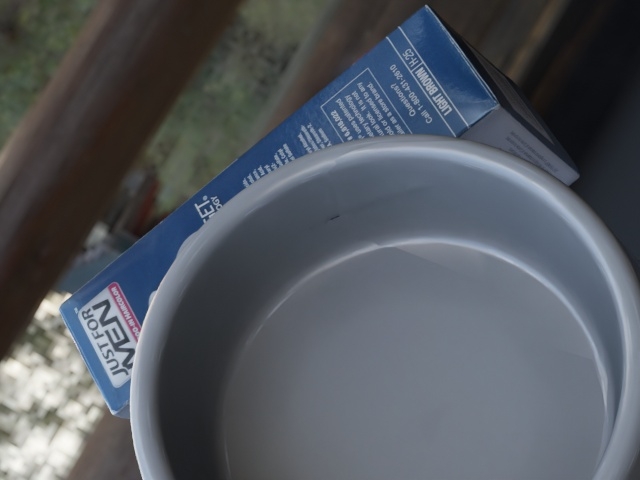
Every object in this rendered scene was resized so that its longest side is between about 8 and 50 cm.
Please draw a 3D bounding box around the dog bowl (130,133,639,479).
[{"bbox_3d":[0.046,0.092,1.072,0.348,0.349,0.102,30,164,26],"label":"dog bowl"}]

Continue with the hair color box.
[{"bbox_3d":[0.000,0.000,1.308,0.105,0.347,0.174,58,-166,28],"label":"hair color box"}]
